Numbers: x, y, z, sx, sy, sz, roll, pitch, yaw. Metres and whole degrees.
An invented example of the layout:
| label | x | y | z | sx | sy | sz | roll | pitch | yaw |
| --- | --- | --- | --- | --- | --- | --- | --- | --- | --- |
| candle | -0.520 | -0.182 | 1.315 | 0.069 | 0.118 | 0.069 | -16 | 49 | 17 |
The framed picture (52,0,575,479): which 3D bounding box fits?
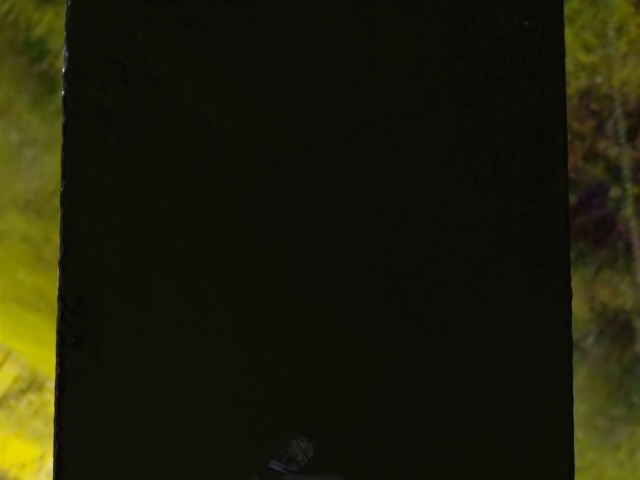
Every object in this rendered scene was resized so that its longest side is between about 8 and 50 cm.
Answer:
| label | x | y | z | sx | sy | sz | roll | pitch | yaw |
| --- | --- | --- | --- | --- | --- | --- | --- | --- | --- |
| framed picture | 0.000 | 0.000 | 0.745 | 0.244 | 0.324 | 0.013 | 2 | 171 | -9 |
